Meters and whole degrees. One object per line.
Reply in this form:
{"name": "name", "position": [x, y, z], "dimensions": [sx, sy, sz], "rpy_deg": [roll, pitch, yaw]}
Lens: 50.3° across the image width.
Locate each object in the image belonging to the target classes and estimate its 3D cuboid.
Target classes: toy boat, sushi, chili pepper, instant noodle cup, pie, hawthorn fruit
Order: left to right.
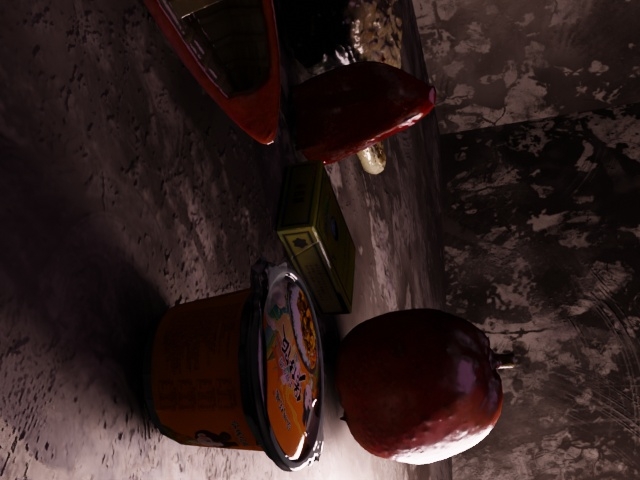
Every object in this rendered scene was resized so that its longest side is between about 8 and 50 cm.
{"name": "toy boat", "position": [-0.124, -0.277, 0.686], "dimensions": [0.079, 0.136, 0.392], "rpy_deg": [51, -15, 52]}
{"name": "instant noodle cup", "position": [-0.081, 0.118, 0.620], "dimensions": [0.177, 0.125, 0.208], "rpy_deg": [-46, 127, -71]}
{"name": "sushi", "position": [0.048, -0.390, 1.215], "dimensions": [0.350, 0.170, 0.211], "rpy_deg": [31, 56, -69]}
{"name": "pie", "position": [0.096, -0.285, 1.553], "dimensions": [0.274, 0.055, 0.274], "rpy_deg": [-13, 90, -76]}
{"name": "chili pepper", "position": [0.069, -0.219, 1.089], "dimensions": [0.136, 0.252, 0.144], "rpy_deg": [44, 46, -37]}
{"name": "hawthorn fruit", "position": [0.177, 0.240, 1.151], "dimensions": [0.265, 0.307, 0.265], "rpy_deg": [-10, 90, -81]}

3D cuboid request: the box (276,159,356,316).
{"name": "box", "position": [-0.001, 0.000, 1.072], "dimensions": [0.220, 0.064, 0.141], "rpy_deg": [65, 25, -45]}
